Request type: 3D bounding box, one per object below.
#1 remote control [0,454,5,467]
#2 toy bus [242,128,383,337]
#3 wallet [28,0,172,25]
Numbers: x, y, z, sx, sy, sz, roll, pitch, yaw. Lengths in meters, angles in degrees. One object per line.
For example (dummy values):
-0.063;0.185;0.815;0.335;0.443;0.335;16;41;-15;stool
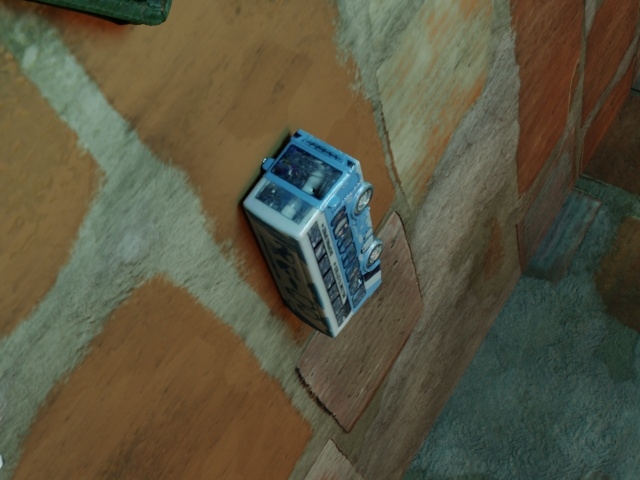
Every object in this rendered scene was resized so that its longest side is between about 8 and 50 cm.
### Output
-0.360;0.204;0.624;0.277;0.103;0.055;-41;147;-41;remote control
0.000;0.000;1.149;0.131;0.106;0.297;-51;155;-17;toy bus
-0.174;-0.237;0.623;0.236;0.055;0.160;-6;113;-61;wallet
